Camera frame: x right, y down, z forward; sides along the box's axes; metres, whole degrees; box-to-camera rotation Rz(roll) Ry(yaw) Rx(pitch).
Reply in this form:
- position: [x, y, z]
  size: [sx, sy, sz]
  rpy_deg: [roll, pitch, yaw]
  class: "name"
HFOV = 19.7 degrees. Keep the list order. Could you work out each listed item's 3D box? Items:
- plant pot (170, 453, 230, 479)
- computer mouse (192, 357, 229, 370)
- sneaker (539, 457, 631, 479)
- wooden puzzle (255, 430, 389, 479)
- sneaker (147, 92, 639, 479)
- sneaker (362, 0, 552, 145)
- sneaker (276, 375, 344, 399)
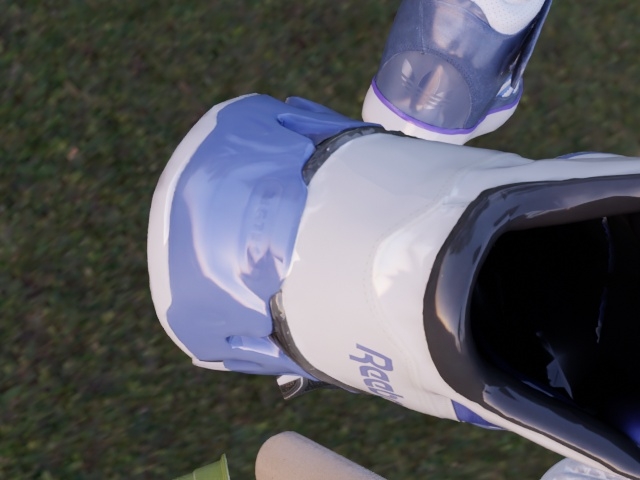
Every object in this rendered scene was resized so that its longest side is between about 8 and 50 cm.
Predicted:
- position: [-0.086, 0.169, 1.052]
  size: [0.079, 0.083, 0.083]
  rpy_deg: [-9, 77, -4]
  class: "plant pot"
- position: [-0.006, 0.028, 1.159]
  size: [0.042, 0.193, 0.106]
  rpy_deg: [49, 29, 6]
  class: "computer mouse"
- position: [0.244, 0.311, 1.185]
  size: [0.150, 0.135, 0.366]
  rpy_deg: [53, 19, -48]
  class: "sneaker"
- position: [0.079, 0.337, 1.452]
  size: [0.080, 0.322, 0.348]
  rpy_deg: [-19, 106, -23]
  class: "wooden puzzle"
- position: [0.106, 0.031, 0.680]
  size: [0.315, 0.182, 0.127]
  rpy_deg: [8, 97, -47]
  class: "sneaker"
- position: [0.149, -0.216, 1.582]
  size: [0.130, 0.236, 0.323]
  rpy_deg: [30, 25, 5]
  class: "sneaker"
- position: [0.046, 0.109, 1.602]
  size: [0.077, 0.178, 0.072]
  rpy_deg: [65, 16, -11]
  class: "sneaker"
